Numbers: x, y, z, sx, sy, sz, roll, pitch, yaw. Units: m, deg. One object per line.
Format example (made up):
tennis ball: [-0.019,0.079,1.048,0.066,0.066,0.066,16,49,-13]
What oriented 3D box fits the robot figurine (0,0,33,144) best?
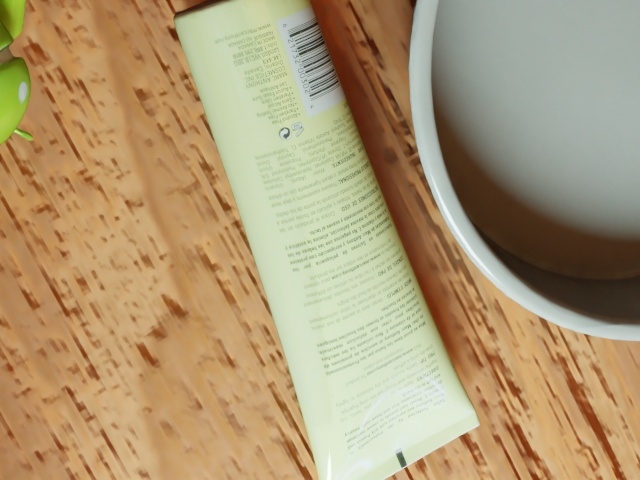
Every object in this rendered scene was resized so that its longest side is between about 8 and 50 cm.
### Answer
robot figurine: [-0.161,-0.079,0.543,0.101,0.067,0.115,-41,105,-37]

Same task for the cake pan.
cake pan: [0.169,-0.097,0.685,0.293,0.054,0.293,-6,106,-20]

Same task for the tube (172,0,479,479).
tube: [0.000,0.000,0.634,0.070,0.062,0.240,-17,103,15]
